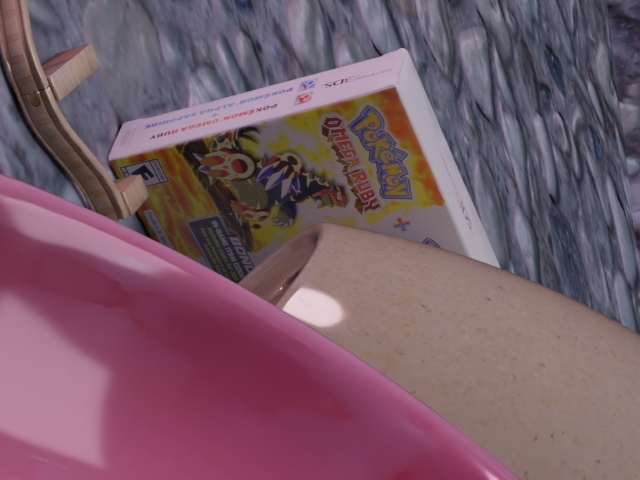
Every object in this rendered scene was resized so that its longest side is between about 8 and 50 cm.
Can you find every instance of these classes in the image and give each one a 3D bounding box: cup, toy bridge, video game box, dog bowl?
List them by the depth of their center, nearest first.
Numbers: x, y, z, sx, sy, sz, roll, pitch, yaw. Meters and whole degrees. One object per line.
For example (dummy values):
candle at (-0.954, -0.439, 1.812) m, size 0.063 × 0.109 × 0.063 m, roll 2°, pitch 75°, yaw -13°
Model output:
dog bowl at (-0.062, 0.116, 0.532) m, size 0.408 × 0.150 × 0.408 m, roll 30°, pitch 12°, yaw -7°
cup at (0.029, 0.130, 0.962) m, size 0.237 × 0.331 × 0.331 m, roll 43°, pitch 27°, yaw -9°
toy bridge at (-0.145, -0.088, 0.985) m, size 0.063 × 0.026 × 0.188 m, roll -56°, pitch 130°, yaw -62°
video game box at (0.000, 0.000, 1.083) m, size 0.048 × 0.187 × 0.205 m, roll -77°, pitch 147°, yaw -53°
